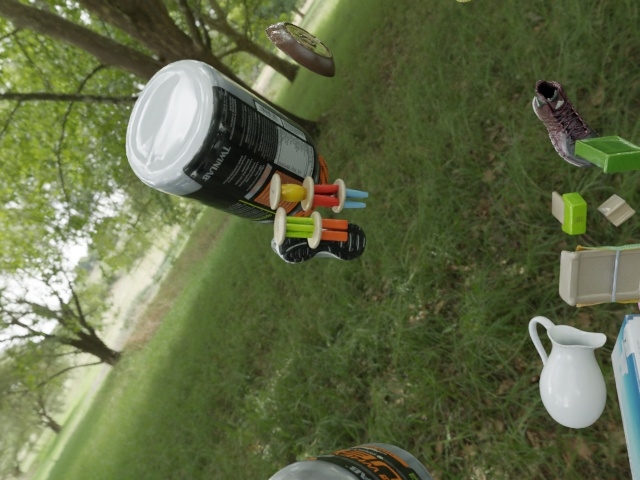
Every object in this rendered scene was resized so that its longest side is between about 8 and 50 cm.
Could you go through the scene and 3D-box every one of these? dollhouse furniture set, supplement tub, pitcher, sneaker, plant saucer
[{"bbox_3d":[0.261,-0.015,0.432,0.058,0.076,0.152,-77,-22,-66],"label":"dollhouse furniture set"},{"bbox_3d":[0.032,0.371,0.581,0.193,0.316,0.194,-8,71,25],"label":"supplement tub"},{"bbox_3d":[0.527,0.280,1.004,0.178,0.125,0.207,-142,41,-68],"label":"pitcher"},{"bbox_3d":[-0.140,-0.148,0.815,0.207,0.338,0.207,-8,75,31],"label":"supplement tub"},{"bbox_3d":[0.669,-0.331,1.271,0.106,0.162,0.281,-36,63,20],"label":"sneaker"},{"bbox_3d":[0.000,0.000,1.195,0.108,0.271,0.100,14,103,61],"label":"sneaker"},{"bbox_3d":[-0.038,-0.471,1.116,0.036,0.198,0.199,-51,18,31],"label":"plant saucer"}]

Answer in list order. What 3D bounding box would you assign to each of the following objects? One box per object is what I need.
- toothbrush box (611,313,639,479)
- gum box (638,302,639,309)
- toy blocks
[{"bbox_3d":[0.478,0.232,0.608,0.126,0.295,0.216,-8,64,25],"label":"toothbrush box"},{"bbox_3d":[0.895,0.116,1.221,0.107,0.188,0.062,-26,13,-20],"label":"gum box"},{"bbox_3d":[0.006,-0.042,0.674,0.054,0.148,0.123,112,154,-46],"label":"toy blocks"}]
